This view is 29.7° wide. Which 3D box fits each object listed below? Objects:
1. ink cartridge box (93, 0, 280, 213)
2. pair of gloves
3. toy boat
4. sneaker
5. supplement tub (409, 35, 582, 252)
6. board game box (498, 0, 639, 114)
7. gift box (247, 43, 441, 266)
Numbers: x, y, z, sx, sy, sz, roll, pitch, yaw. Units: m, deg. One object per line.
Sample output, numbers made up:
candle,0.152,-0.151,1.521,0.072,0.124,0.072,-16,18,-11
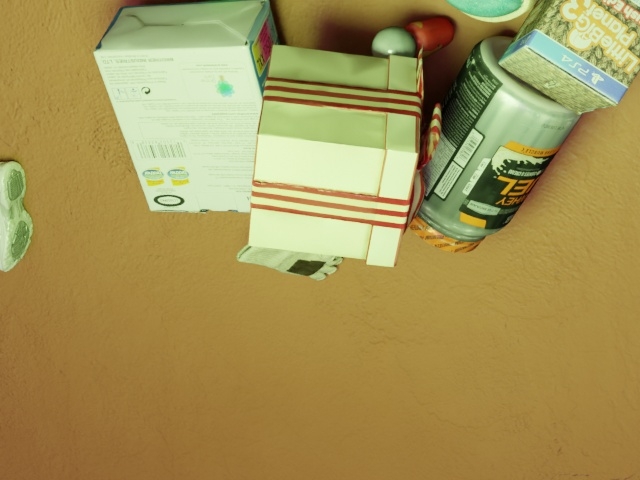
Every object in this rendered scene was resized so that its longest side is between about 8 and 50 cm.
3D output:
ink cartridge box,-0.180,-0.190,2.000,0.270,0.151,0.395,1,130,18
pair of gloves,0.000,0.000,2.077,0.204,0.042,0.240,12,145,-43
toy boat,0.180,-0.378,1.747,0.267,0.148,0.318,50,141,21
sneaker,-0.622,-0.053,2.309,0.115,0.090,0.232,13,116,19
supplement tub,0.256,-0.142,1.877,0.194,0.193,0.316,29,127,-1
board game box,0.389,-0.331,1.614,0.141,0.232,0.291,32,92,-2
gift box,0.039,-0.145,1.769,0.258,0.276,0.255,8,139,-1
